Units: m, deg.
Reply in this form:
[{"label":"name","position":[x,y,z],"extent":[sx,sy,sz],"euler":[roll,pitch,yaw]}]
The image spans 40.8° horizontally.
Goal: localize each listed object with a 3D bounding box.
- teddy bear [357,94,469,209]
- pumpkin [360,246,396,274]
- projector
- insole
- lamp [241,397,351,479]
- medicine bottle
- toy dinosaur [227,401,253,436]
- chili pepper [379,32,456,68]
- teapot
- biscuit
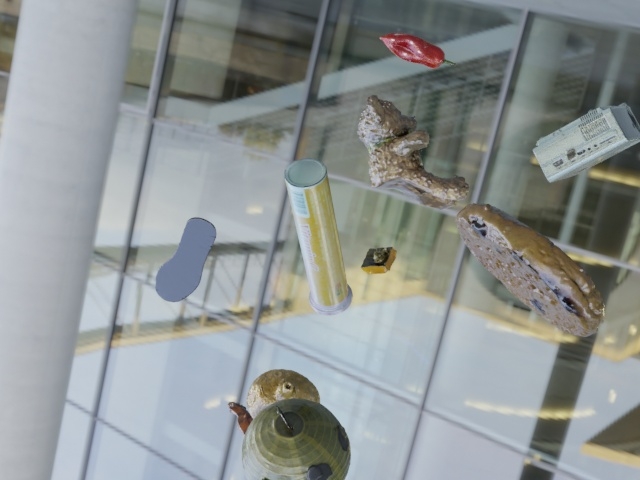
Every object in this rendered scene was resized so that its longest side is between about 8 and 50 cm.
[{"label":"teddy bear","position":[0.229,-0.216,2.165],"extent":[0.296,0.223,0.246],"euler":[13,171,-4]},{"label":"pumpkin","position":[0.158,0.052,2.336],"extent":[0.083,0.054,0.074],"euler":[-4,-137,34]},{"label":"projector","position":[0.351,-0.131,1.123],"extent":[0.115,0.061,0.147],"euler":[-28,174,29]},{"label":"insole","position":[-0.367,0.059,2.342],"extent":[0.119,0.348,0.009],"euler":[25,-139,-7]},{"label":"lamp","position":[-0.057,0.453,1.902],"extent":[0.250,0.284,0.250],"euler":[-5,-136,5]},{"label":"medicine bottle","position":[0.000,0.000,1.956],"extent":[0.108,0.426,0.108],"euler":[-5,-133,5]},{"label":"toy dinosaur","position":[-0.173,0.622,2.671],"extent":[0.208,0.097,0.432],"euler":[20,-167,-25]},{"label":"chili pepper","position":[0.218,-0.416,1.894],"extent":[0.191,0.059,0.050],"euler":[15,-132,-16]},{"label":"teapot","position":[-0.110,0.477,2.371],"extent":[0.203,0.311,0.167],"euler":[16,-139,1]},{"label":"biscuit","position":[0.345,0.042,1.409],"extent":[0.296,0.075,0.296],"euler":[45,176,4]}]
